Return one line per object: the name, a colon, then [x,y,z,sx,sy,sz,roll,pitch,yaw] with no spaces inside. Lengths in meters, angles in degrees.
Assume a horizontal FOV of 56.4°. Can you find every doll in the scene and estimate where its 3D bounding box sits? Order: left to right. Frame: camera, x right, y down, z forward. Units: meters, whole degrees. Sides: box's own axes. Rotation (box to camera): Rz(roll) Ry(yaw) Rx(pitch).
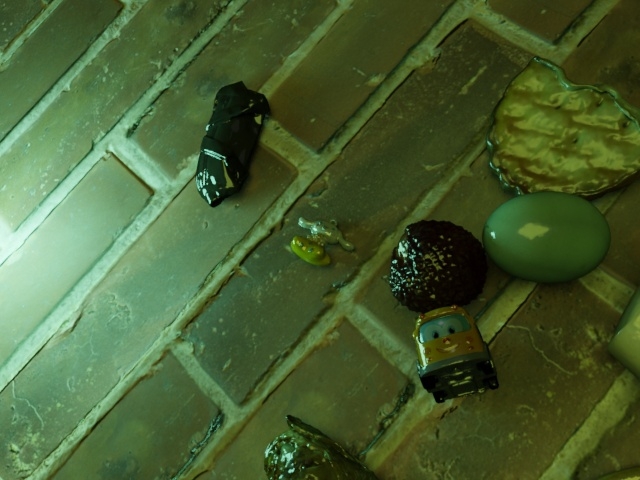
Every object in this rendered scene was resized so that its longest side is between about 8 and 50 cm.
doll: [0.006,0.003,1.265,0.135,0.071,0.113,8,57,11]

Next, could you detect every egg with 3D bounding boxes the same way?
egg: [0.407,-0.006,1.082,0.231,0.168,0.167,0,72,-8]

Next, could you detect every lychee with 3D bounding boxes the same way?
lychee: [0.225,0.053,1.125,0.188,0.188,0.188,-5,72,14]

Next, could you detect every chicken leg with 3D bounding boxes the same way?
chicken leg: [0.090,0.464,1.050,0.430,0.201,0.152,18,107,14]

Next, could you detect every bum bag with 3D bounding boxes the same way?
bum bag: [-0.207,-0.230,1.382,0.142,0.080,0.326,6,76,21]

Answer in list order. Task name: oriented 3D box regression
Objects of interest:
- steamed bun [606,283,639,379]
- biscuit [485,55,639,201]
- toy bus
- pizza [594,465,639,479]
steamed bun: [0.617,0.142,0.993,0.200,0.155,0.250,42,94,26]
biscuit: [0.493,-0.228,1.190,0.329,0.078,0.334,-13,70,14]
toy bus: [0.234,0.199,1.059,0.126,0.209,0.136,-18,59,12]
pizza: [0.497,0.496,0.955,0.324,0.089,0.223,-28,65,6]
